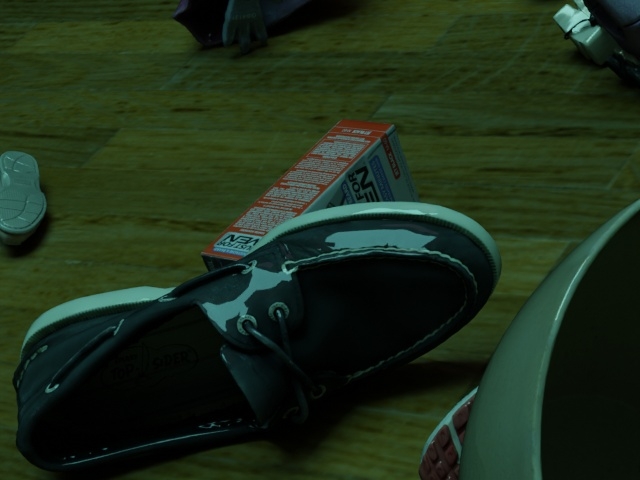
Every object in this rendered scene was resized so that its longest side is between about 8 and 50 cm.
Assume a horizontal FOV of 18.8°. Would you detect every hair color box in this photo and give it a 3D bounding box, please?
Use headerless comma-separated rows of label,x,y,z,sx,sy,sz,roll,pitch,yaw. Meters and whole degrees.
hair color box,0.000,0.000,1.338,0.053,0.093,0.167,9,42,41

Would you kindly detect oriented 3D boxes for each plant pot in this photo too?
plant pot,0.174,0.123,0.904,0.284,0.284,0.191,-39,4,-29

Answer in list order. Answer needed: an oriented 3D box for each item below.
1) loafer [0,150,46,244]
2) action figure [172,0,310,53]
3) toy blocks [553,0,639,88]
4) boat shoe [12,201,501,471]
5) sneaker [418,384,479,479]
loafer,-0.251,-0.027,1.598,0.045,0.039,0.125,10,31,-13
action figure,-0.088,-0.355,1.814,0.248,0.276,0.370,-22,43,9
toy blocks,0.238,-0.339,1.500,0.309,0.260,0.288,-42,28,-3
boat shoe,-0.050,0.073,1.219,0.340,0.127,0.113,-12,32,18
sneaker,0.154,0.086,1.136,0.225,0.088,0.093,-32,7,-13
